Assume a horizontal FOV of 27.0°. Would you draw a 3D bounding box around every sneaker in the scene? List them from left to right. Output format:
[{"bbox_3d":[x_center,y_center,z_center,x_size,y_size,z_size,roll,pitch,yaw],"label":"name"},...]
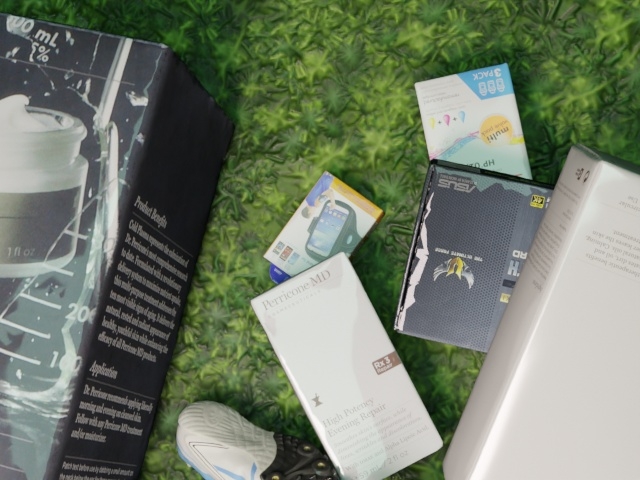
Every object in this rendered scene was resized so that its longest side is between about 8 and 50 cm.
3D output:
[{"bbox_3d":[-0.062,0.245,1.405,0.237,0.085,0.086,25,131,41],"label":"sneaker"}]

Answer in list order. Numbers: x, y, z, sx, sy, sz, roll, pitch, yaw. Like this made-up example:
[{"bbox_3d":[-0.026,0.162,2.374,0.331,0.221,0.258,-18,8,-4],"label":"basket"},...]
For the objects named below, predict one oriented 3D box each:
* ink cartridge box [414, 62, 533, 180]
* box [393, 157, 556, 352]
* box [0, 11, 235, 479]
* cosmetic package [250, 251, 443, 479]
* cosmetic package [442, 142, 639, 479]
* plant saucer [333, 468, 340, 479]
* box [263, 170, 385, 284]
[{"bbox_3d":[0.172,-0.089,1.447,0.104,0.061,0.181,-12,81,8],"label":"ink cartridge box"},{"bbox_3d":[0.207,0.028,1.389,0.233,0.059,0.183,13,102,3],"label":"box"},{"bbox_3d":[-0.397,0.014,1.410,0.480,0.297,0.471,12,79,12],"label":"box"},{"bbox_3d":[0.025,0.139,1.413,0.117,0.085,0.231,-28,87,-5],"label":"cosmetic package"},{"bbox_3d":[0.273,0.113,1.290,0.197,0.155,0.365,22,101,-3],"label":"cosmetic package"},{"bbox_3d":[0.005,0.307,1.448,0.119,0.021,0.119,-1,82,10],"label":"plant saucer"},{"bbox_3d":[0.000,0.000,1.485,0.081,0.028,0.136,35,88,12],"label":"box"}]
